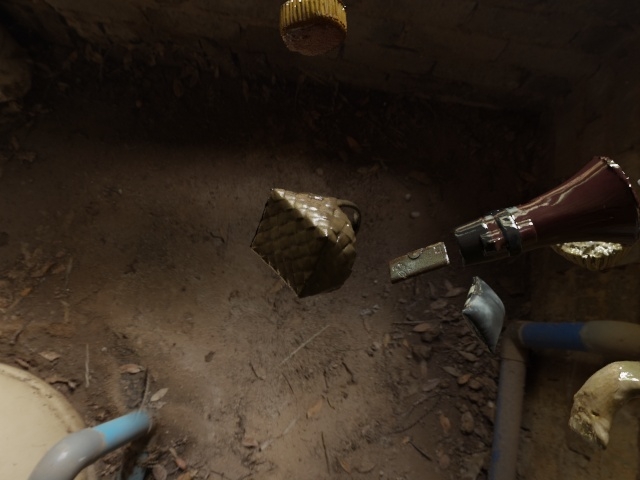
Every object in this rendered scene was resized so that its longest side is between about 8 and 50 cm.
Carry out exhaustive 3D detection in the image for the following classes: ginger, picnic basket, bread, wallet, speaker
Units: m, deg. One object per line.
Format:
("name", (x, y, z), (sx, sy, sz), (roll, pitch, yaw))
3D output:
("ginger", (0.352, 0.127, 0.318), (0.288, 0.089, 0.075), (-15, 68, 31))
("picnic basket", (0.000, 0.000, 1.247), (0.338, 0.337, 0.292), (24, 115, -1))
("bread", (-0.020, -0.617, 1.182), (0.200, 0.199, 0.104), (-1, 83, -7))
("wallet", (0.364, 0.084, 1.539), (0.233, 0.031, 0.121), (-23, 40, 21))
("bread", (0.887, -0.026, 1.354), (0.275, 0.149, 0.273), (-13, 45, 13))
("speaker", (0.465, -0.063, 0.910), (0.330, 0.198, 0.259), (-14, 36, 20))

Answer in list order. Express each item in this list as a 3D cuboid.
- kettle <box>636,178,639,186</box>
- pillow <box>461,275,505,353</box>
("kettle", (0.377, -0.082, 0.303), (0.165, 0.255, 0.240), (-25, 52, -19))
("pillow", (0.579, 0.255, 1.438), (0.186, 0.106, 0.250), (52, 39, -4))
